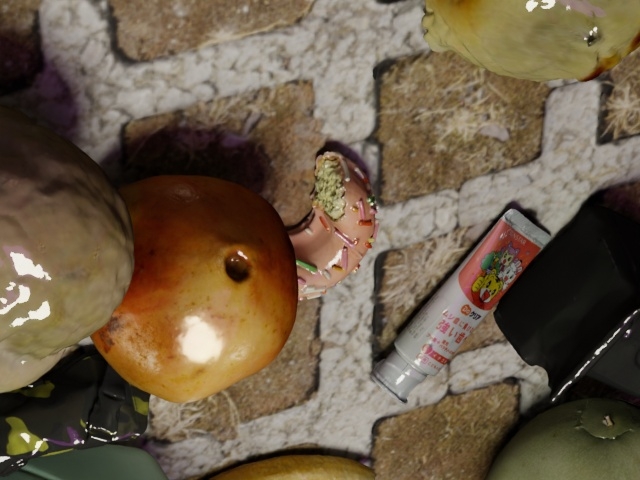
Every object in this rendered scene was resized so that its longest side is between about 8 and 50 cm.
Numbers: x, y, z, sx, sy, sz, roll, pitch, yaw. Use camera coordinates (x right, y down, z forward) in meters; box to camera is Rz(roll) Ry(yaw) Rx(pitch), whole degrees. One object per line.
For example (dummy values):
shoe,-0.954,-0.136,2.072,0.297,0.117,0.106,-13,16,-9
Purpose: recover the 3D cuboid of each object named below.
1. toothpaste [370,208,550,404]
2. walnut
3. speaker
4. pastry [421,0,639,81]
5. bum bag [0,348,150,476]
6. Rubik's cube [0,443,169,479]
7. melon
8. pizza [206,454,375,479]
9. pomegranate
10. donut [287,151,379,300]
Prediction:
toothpaste,0.145,0.068,2.008,0.234,0.057,0.089,-51,140,6
walnut,-0.280,0.009,1.589,0.248,0.248,0.248,-15,134,-16
speaker,0.359,0.111,2.059,0.388,0.184,0.180,22,116,-43
pastry,0.230,-0.234,1.696,0.236,0.170,0.256,10,128,-32
bum bag,-0.270,0.165,1.829,0.232,0.107,0.060,-19,158,-14
Rubik's cube,-0.307,0.420,1.857,0.347,0.351,0.352,5,128,-31
melon,0.306,0.327,2.167,0.268,0.268,0.330,-8,127,-23
pizza,-0.066,0.297,2.090,0.271,0.056,0.134,-22,133,-11
pomegranate,-0.118,0.036,1.729,0.209,0.209,0.209,-15,134,-16
donut,0.000,0.000,1.854,0.117,0.065,0.166,26,115,-41
